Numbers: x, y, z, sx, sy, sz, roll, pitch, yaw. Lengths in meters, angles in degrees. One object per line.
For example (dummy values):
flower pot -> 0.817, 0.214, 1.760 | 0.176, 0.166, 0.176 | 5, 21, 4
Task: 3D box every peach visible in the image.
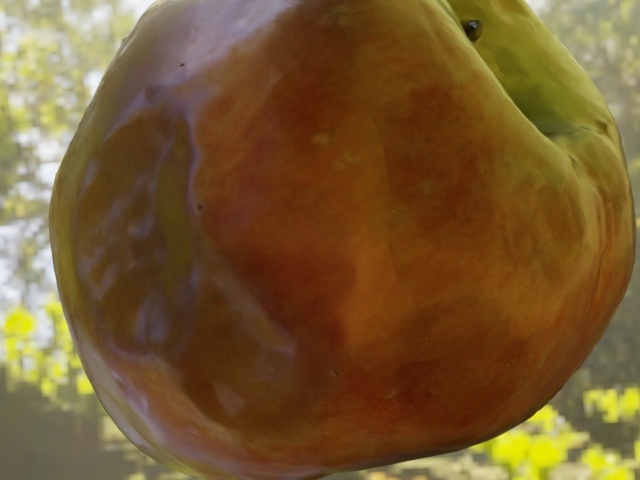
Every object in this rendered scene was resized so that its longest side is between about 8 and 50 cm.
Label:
peach -> 0.000, 0.000, 0.727 | 0.214, 0.235, 0.214 | 29, -138, -30
